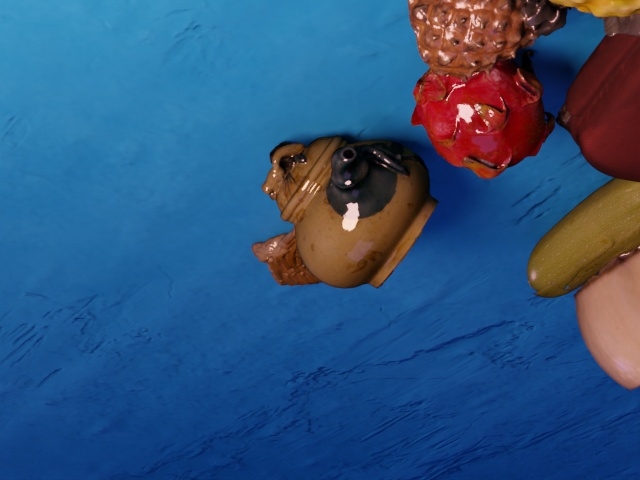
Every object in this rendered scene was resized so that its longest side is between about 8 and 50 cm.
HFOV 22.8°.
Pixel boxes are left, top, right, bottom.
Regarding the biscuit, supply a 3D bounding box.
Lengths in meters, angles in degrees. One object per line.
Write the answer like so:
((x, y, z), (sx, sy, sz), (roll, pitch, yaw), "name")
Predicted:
((0.000, 0.001, 1.941), (0.176, 0.031, 0.228), (-5, 155, 2), "biscuit")

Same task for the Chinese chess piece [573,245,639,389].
((0.449, 0.038, 1.790), (0.338, 0.140, 0.338), (-28, 170, -5), "Chinese chess piece")

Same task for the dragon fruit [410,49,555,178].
((0.166, -0.125, 1.582), (0.136, 0.133, 0.166), (-23, 144, 22), "dragon fruit")

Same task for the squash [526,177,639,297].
((0.349, -0.024, 1.851), (0.094, 0.094, 0.341), (10, 150, -23), "squash")

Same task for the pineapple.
((0.201, -0.220, 1.410), (0.237, 0.111, 0.119), (-16, 134, 26), "pineapple")

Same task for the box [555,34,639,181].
((0.402, -0.180, 1.512), (0.263, 0.108, 0.404), (6, 153, -15), "box")

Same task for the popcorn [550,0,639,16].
((0.221, -0.289, 1.116), (0.276, 0.276, 0.225), (-25, 177, 39), "popcorn")

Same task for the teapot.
((0.019, -0.043, 1.736), (0.182, 0.173, 0.269), (35, 163, -2), "teapot")
